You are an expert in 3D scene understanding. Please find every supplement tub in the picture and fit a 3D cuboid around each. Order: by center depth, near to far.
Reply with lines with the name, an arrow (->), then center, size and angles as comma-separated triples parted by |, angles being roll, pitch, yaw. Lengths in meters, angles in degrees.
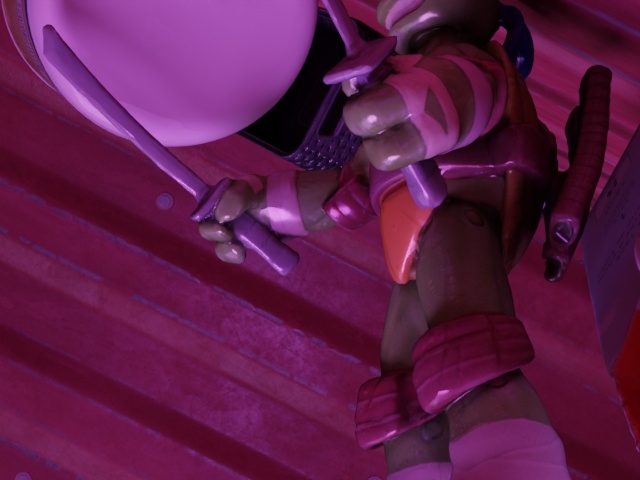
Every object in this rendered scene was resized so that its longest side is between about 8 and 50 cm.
supplement tub -> -0.097, -0.135, 0.675 | 0.144, 0.144, 0.200 | 26, -176, -24

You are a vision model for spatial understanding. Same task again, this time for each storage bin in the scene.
storage bin -> -0.010, -0.126, 1.039 | 0.084, 0.122, 0.180 | 25, -176, -36

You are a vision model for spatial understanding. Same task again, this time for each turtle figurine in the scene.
turtle figurine -> 0.000, 0.000, 0.500 | 0.198, 0.266, 0.275 | -22, 157, 37

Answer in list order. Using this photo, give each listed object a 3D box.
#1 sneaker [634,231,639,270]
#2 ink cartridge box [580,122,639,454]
sneaker -> 0.192, 0.023, 0.291 | 0.148, 0.131, 0.350 | 29, -167, -3
ink cartridge box -> 0.268, 0.072, 0.506 | 0.308, 0.091, 0.385 | 28, -165, 2
